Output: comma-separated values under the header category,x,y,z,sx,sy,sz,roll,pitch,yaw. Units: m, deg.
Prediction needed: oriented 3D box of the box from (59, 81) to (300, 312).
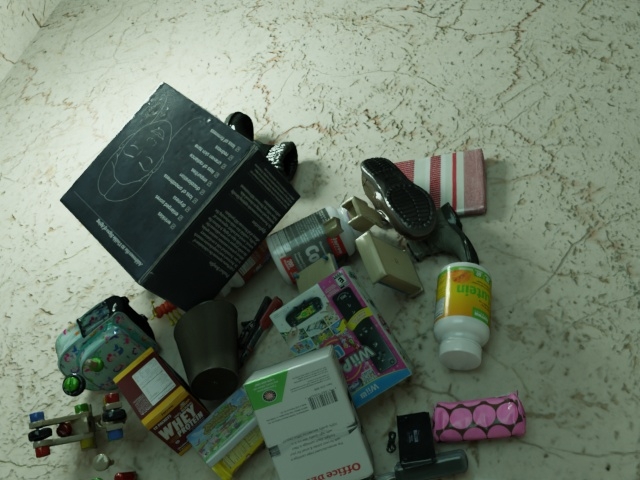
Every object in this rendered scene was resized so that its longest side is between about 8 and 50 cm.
category,x,y,z,sx,sy,sz,roll,pitch,yaw
box,-0.408,-0.123,2.014,0.471,0.297,0.480,-49,54,-5

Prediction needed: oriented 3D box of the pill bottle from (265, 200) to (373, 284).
category,x,y,z,sx,sy,sz,roll,pitch,yaw
pill bottle,0.000,0.000,2.019,0.283,0.161,0.161,-27,47,1

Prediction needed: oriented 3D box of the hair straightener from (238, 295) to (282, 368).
category,x,y,z,sx,sy,sz,roll,pitch,yaw
hair straightener,-0.192,0.259,1.978,0.089,0.047,0.230,0,56,45

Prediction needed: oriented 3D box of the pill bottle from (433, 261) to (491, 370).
category,x,y,z,sx,sy,sz,roll,pitch,yaw
pill bottle,0.351,0.188,1.723,0.136,0.136,0.245,-4,51,21

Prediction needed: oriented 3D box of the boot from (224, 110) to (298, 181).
category,x,y,z,sx,sy,sz,roll,pitch,yaw
boot,-0.203,-0.320,2.393,0.260,0.131,0.347,-12,59,23

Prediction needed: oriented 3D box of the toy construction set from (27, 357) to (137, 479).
category,x,y,z,sx,sy,sz,roll,pitch,yaw
toy construction set,-0.583,0.515,1.836,0.257,0.237,0.309,-38,73,-7

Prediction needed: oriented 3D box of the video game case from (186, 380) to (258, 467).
category,x,y,z,sx,sy,sz,roll,pitch,yaw
video game case,-0.223,0.449,1.726,0.212,0.023,0.193,-41,19,-17

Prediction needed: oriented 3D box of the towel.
category,x,y,z,sx,sy,sz,roll,pitch,yaw
towel,0.330,-0.155,2.093,0.329,0.037,0.237,-7,52,20

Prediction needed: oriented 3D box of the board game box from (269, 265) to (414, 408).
category,x,y,z,sx,sy,sz,roll,pitch,yaw
board game box,0.054,0.248,1.704,0.224,0.097,0.303,-34,83,9

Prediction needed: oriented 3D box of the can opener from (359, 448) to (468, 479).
category,x,y,z,sx,sy,sz,roll,pitch,yaw
can opener,0.196,0.535,1.561,0.280,0.074,0.093,-20,81,9

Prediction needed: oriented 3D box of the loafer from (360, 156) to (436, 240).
category,x,y,z,sx,sy,sz,roll,pitch,yaw
loafer,0.223,-0.104,2.003,0.134,0.130,0.366,-10,39,-14

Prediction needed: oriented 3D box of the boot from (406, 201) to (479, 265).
category,x,y,z,sx,sy,sz,roll,pitch,yaw
boot,0.331,0.019,1.931,0.161,0.083,0.246,-31,47,15

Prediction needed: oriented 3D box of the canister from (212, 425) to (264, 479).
category,x,y,z,sx,sy,sz,roll,pitch,yaw
canister,-0.210,0.501,1.738,0.170,0.073,0.126,-43,27,-16

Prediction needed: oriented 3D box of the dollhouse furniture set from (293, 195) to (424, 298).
category,x,y,z,sx,sy,sz,roll,pitch,yaw
dollhouse furniture set,0.075,0.096,1.916,0.303,0.198,0.286,-35,56,23

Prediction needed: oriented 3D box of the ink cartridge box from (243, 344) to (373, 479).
category,x,y,z,sx,sy,sz,roll,pitch,yaw
ink cartridge box,-0.023,0.415,1.596,0.211,0.121,0.289,-19,92,5

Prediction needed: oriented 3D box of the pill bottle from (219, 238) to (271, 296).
category,x,y,z,sx,sy,sz,roll,pitch,yaw
pill bottle,-0.245,0.063,2.102,0.216,0.121,0.121,-46,49,-16

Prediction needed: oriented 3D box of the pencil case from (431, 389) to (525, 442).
category,x,y,z,sx,sy,sz,roll,pitch,yaw
pencil case,0.355,0.400,1.578,0.209,0.095,0.098,-11,84,13

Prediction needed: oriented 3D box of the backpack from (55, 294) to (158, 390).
category,x,y,z,sx,sy,sz,roll,pitch,yaw
backpack,-0.617,0.312,1.989,0.254,0.225,0.191,-32,42,1

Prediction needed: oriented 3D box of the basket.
category,x,y,z,sx,sy,sz,roll,pitch,yaw
basket,-0.298,0.304,1.877,0.204,0.154,0.227,-40,37,16

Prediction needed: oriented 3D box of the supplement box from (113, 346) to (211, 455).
category,x,y,z,sx,sy,sz,roll,pitch,yaw
supplement box,-0.405,0.421,1.822,0.129,0.191,0.194,-41,47,-12

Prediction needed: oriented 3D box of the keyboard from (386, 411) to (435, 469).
category,x,y,z,sx,sy,sz,roll,pitch,yaw
keyboard,0.203,0.457,1.592,0.108,0.023,0.180,-11,20,8

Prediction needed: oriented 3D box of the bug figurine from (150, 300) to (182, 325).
category,x,y,z,sx,sy,sz,roll,pitch,yaw
bug figurine,-0.467,0.124,2.182,0.216,0.072,0.279,-33,46,-5
